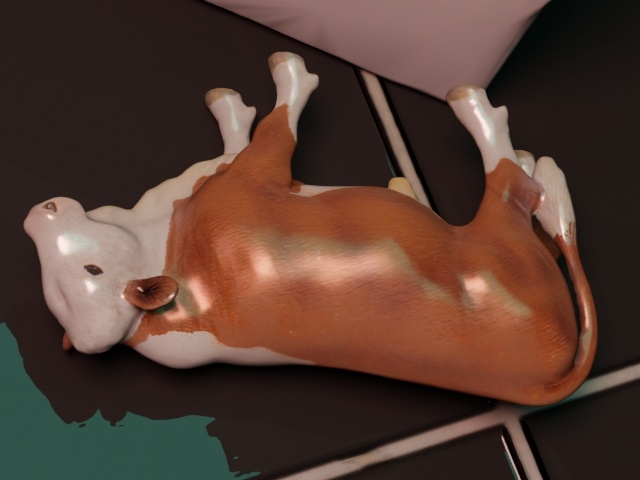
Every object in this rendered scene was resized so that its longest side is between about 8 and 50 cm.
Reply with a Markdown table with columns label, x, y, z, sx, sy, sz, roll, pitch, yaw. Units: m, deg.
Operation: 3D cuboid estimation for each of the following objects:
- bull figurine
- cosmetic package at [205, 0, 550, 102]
| label | x | y | z | sx | sy | sz | roll | pitch | yaw |
| --- | --- | --- | --- | --- | --- | --- | --- | --- | --- |
| bull figurine | 0.000 | 0.000 | 0.909 | 0.310 | 0.101 | 0.188 | 13 | 63 | -8 |
| cosmetic package | 0.046 | -0.358 | 0.944 | 0.327 | 0.329 | 0.393 | 23 | 63 | -5 |
